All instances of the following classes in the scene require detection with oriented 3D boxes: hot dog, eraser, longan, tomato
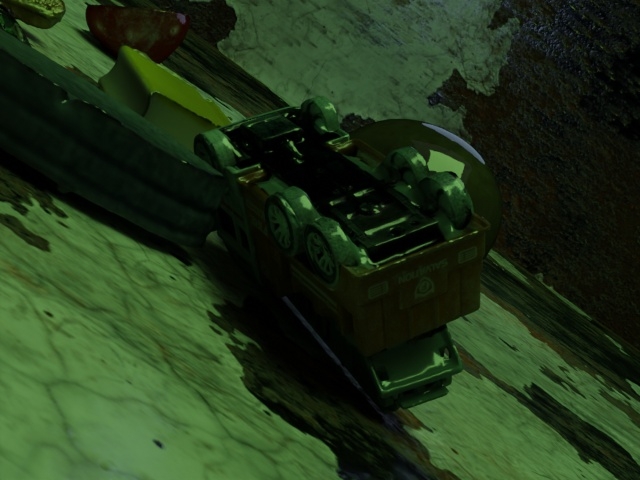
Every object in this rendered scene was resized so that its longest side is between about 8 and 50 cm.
[{"bbox_3d":[-0.420,-0.323,1.465,0.215,0.047,0.066,29,40,-10],"label":"hot dog"},{"bbox_3d":[-0.173,-0.147,1.414,0.158,0.069,0.226,29,11,-27],"label":"eraser"},{"bbox_3d":[0.115,-0.052,1.544,0.248,0.248,0.248,35,9,-6],"label":"longan"},{"bbox_3d":[-0.285,-0.313,1.820,0.159,0.091,0.139,7,4,-9],"label":"tomato"}]

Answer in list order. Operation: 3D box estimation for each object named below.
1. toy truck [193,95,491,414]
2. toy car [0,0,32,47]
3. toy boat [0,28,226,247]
[{"bbox_3d":[0.000,0.000,1.029,0.133,0.184,0.338,-20,33,-23],"label":"toy truck"},{"bbox_3d":[-0.336,-0.218,1.201,0.069,0.055,0.142,32,10,-47],"label":"toy car"},{"bbox_3d":[-0.199,-0.085,0.952,0.283,0.078,0.127,32,6,-21],"label":"toy boat"}]
